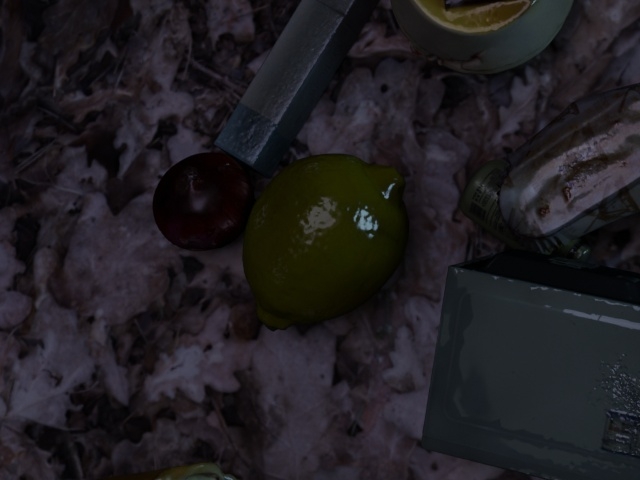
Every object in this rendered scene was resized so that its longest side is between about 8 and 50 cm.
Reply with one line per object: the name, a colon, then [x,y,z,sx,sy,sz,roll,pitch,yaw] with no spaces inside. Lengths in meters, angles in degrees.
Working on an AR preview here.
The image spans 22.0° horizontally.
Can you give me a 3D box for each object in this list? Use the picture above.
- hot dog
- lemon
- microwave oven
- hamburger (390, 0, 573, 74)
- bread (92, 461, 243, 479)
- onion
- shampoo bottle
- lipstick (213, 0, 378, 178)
hot dog: [0.312,-0.090,1.816,0.268,0.075,0.144,-29,67,16]
lemon: [0.000,0.000,1.937,0.248,0.184,0.184,-49,66,13]
microwave oven: [0.287,0.145,1.782,0.295,0.181,0.238,12,98,22]
hamburger: [0.198,-0.348,1.970,0.227,0.151,0.295,7,75,16]
bread: [-0.259,0.448,1.864,0.394,0.250,0.361,-14,73,37]
onion: [-0.142,-0.049,2.035,0.131,0.131,0.131,-5,76,19]
shampoo bottle: [0.244,-0.023,1.908,0.162,0.079,0.079,36,91,23]
lipstick: [-0.016,-0.232,2.061,0.068,0.066,0.317,32,89,24]
